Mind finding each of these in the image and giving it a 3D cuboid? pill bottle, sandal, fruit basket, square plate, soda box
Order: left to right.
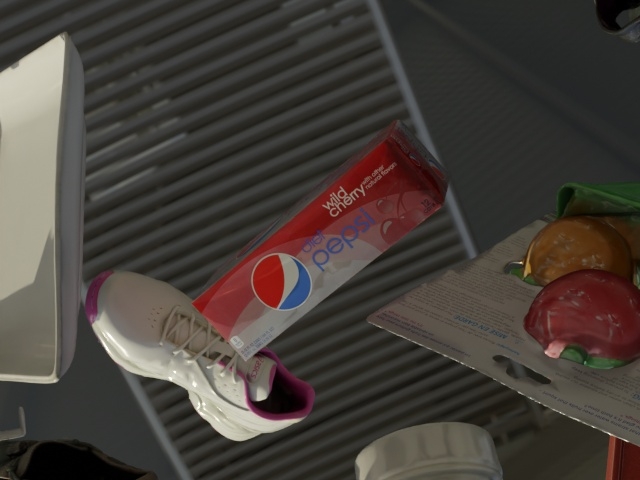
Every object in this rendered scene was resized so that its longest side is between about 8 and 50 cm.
[{"bbox_3d":[-0.335,-0.018,1.200,0.049,0.347,0.344,6,171,-35],"label":"square plate"},{"bbox_3d":[0.000,0.000,1.064,0.263,0.083,0.092,-40,-172,21],"label":"soda box"},{"bbox_3d":[0.164,0.440,1.339,0.224,0.224,0.392,-19,-125,13],"label":"pill bottle"},{"bbox_3d":[0.279,0.071,1.047,0.353,0.165,0.327,-31,-144,-34],"label":"fruit basket"},{"bbox_3d":[0.401,-0.326,1.363,0.107,0.168,0.446,-11,-177,9],"label":"sandal"}]

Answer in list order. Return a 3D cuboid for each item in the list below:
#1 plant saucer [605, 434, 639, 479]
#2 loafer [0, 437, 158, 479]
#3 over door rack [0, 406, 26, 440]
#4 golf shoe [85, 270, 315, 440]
[{"bbox_3d":[0.561,0.312,1.690,0.259,0.048,0.258,-12,-135,33],"label":"plant saucer"},{"bbox_3d":[-0.209,0.201,0.929,0.267,0.084,0.096,9,-152,42],"label":"loafer"},{"bbox_3d":[-0.448,0.061,1.235,0.108,0.324,0.239,-20,-160,-21],"label":"over door rack"},{"bbox_3d":[-0.128,0.124,1.246,0.140,0.306,0.115,-9,-129,44],"label":"golf shoe"}]
